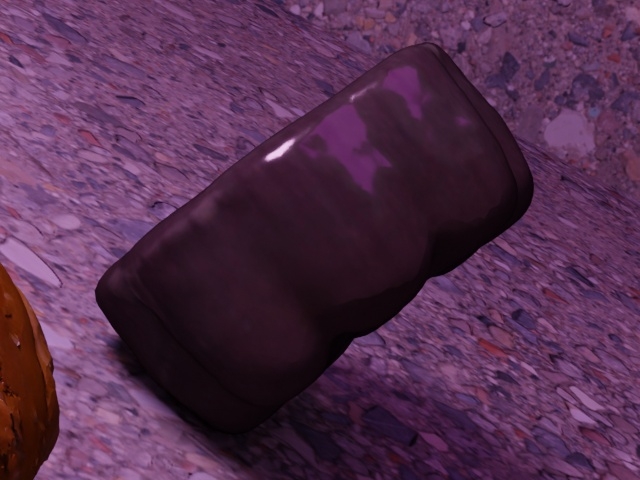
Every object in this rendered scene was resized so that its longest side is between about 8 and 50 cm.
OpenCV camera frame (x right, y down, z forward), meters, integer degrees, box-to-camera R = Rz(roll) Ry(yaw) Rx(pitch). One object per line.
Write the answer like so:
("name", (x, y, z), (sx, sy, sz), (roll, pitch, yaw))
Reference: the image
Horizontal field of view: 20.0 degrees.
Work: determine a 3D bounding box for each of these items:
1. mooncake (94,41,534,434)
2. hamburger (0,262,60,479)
("mooncake", (0.000, 0.000, 1.273), (0.154, 0.306, 0.306), (51, 18, 3))
("hamburger", (-0.240, 0.085, 0.760), (0.261, 0.211, 0.245), (24, 22, -38))
